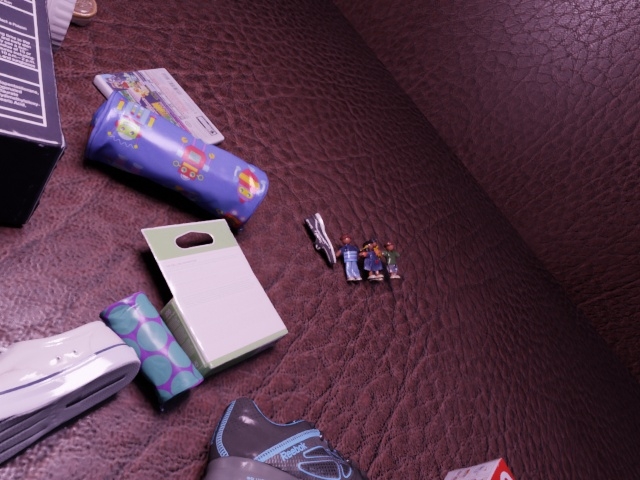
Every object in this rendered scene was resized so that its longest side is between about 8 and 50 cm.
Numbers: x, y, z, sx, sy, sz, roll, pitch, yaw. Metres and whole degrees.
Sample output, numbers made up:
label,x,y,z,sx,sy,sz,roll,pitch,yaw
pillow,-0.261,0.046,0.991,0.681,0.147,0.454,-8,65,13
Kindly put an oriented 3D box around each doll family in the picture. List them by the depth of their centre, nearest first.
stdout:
label,x,y,z,sx,sy,sz,roll,pitch,yaw
doll family,0.115,0.039,1.056,0.193,0.076,0.111,7,72,-51

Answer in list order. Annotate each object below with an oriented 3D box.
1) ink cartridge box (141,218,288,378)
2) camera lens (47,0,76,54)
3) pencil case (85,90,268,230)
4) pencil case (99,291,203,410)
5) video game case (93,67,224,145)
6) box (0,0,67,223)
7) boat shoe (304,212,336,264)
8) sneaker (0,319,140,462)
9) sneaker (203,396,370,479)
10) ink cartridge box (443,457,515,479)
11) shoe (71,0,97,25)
label,x,y,z,sx,sy,sz,roll,pitch,yaw
ink cartridge box,-0.174,0.082,0.709,0.171,0.056,0.235,-13,65,-53
camera lens,-0.520,-0.420,0.638,0.274,0.219,0.219,11,50,-43
pencil case,-0.242,-0.130,0.773,0.306,0.133,0.119,27,76,-29
pencil case,-0.223,0.142,0.586,0.064,0.070,0.151,-34,88,-30
video game case,-0.316,-0.258,0.894,0.201,0.023,0.183,50,34,-3
box,-0.485,-0.195,0.500,0.296,0.183,0.294,7,55,-45
boat shoe,0.000,0.000,0.997,0.038,0.046,0.125,-20,81,-8
sneaker,-0.322,0.161,0.456,0.091,0.094,0.258,38,28,21
sneaker,0.002,0.326,0.621,0.341,0.125,0.139,33,33,-27
ink cartridge box,0.271,0.563,0.699,0.309,0.130,0.272,-15,71,-53
shoe,-0.535,-0.461,0.814,0.219,0.058,0.076,15,79,-35
